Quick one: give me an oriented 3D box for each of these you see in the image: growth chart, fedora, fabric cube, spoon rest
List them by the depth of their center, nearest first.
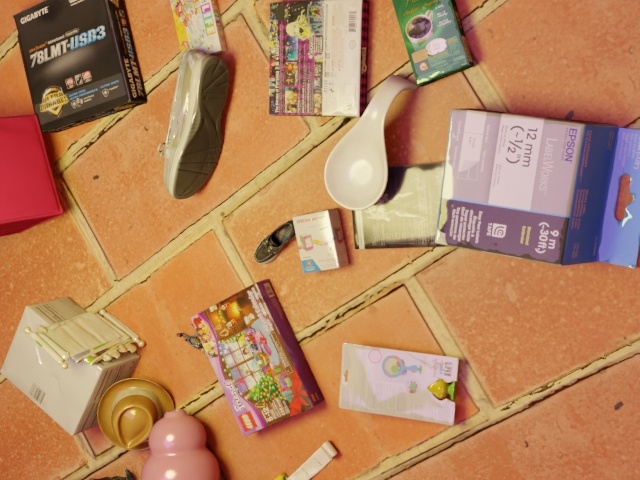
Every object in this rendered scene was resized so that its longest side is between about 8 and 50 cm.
[{"bbox_3d":[0.096,-0.191,1.680,0.137,0.084,0.276,29,102,23],"label":"spoon rest"},{"bbox_3d":[-0.539,0.227,2.004,0.172,0.237,0.021,40,122,27],"label":"growth chart"},{"bbox_3d":[-0.433,0.419,2.013,0.194,0.079,0.194,-1,109,-3],"label":"fedora"},{"bbox_3d":[-0.807,-0.135,2.040,0.259,0.258,0.254,-17,88,45],"label":"fabric cube"}]

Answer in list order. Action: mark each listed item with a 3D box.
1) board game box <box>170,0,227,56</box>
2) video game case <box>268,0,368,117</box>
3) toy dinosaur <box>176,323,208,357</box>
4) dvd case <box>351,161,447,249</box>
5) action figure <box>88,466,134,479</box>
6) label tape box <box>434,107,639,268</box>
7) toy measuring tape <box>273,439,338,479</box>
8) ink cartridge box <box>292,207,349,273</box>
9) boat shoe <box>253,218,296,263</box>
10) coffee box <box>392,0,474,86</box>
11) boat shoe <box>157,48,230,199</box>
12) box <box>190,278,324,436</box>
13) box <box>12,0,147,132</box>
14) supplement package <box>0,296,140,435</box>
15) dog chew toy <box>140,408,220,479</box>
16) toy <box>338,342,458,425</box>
[{"bbox_3d":[-0.266,-0.473,1.877,0.103,0.026,0.154,-12,91,28],"label":"board game box"},{"bbox_3d":[-0.006,-0.366,1.747,0.210,0.042,0.232,4,99,26],"label":"video game case"},{"bbox_3d":[-0.294,0.235,1.981,0.082,0.047,0.090,2,109,46],"label":"toy dinosaur"},{"bbox_3d":[0.163,-0.066,1.713,0.221,0.018,0.165,-3,96,27],"label":"dvd case"},{"bbox_3d":[-0.536,0.649,2.106,0.275,0.141,0.164,-15,88,32],"label":"action figure"},{"bbox_3d":[0.393,-0.093,1.531,0.347,0.115,0.249,11,102,24],"label":"label tape box"},{"bbox_3d":[-0.095,0.554,1.877,0.330,0.121,0.121,-46,76,24],"label":"toy measuring tape"},{"bbox_3d":[0.000,0.000,1.788,0.088,0.052,0.123,-11,90,28],"label":"ink cartridge box"},{"bbox_3d":[-0.098,0.002,1.845,0.142,0.040,0.049,-42,77,25],"label":"boat shoe"},{"bbox_3d":[0.211,-0.397,1.631,0.113,0.040,0.184,-18,89,28],"label":"coffee box"},{"bbox_3d":[-0.282,-0.248,1.870,0.103,0.118,0.321,25,111,35],"label":"boat shoe"},{"bbox_3d":[-0.141,0.258,1.892,0.201,0.057,0.293,-29,83,28],"label":"box"},{"bbox_3d":[-0.565,-0.426,2.016,0.295,0.073,0.293,-11,93,28],"label":"box"},{"bbox_3d":[-0.605,0.299,2.090,0.262,0.145,0.204,35,110,20],"label":"supplement package"},{"bbox_3d":[-0.313,0.550,1.951,0.206,0.206,0.332,-7,85,28],"label":"dog chew toy"},{"bbox_3d":[0.160,0.284,1.741,0.237,0.056,0.137,6,96,22],"label":"toy"}]
